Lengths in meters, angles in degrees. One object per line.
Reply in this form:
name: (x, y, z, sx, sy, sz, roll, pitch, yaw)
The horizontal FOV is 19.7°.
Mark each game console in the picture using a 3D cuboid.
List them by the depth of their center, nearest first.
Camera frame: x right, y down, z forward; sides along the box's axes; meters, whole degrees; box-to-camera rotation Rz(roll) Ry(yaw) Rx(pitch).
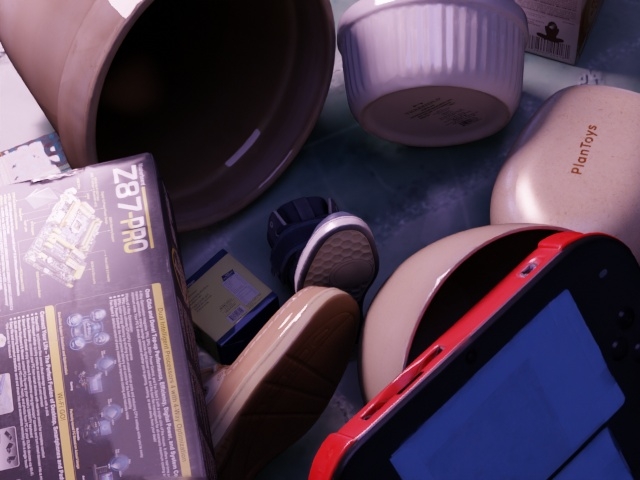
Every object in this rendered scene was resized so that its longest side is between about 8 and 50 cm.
game console: (0.192, 0.214, 1.679, 0.386, 0.342, 0.060, -41, 26, -18)

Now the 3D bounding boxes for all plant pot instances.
plant pot: (0.145, 0.111, 1.778, 0.284, 0.284, 0.191, -41, 27, -18)
plant pot: (-0.192, -0.212, 1.961, 0.323, 0.323, 0.280, -40, 50, -18)

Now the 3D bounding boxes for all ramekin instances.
ramekin: (0.121, -0.180, 1.961, 0.207, 0.207, 0.109, -2, 70, 3)

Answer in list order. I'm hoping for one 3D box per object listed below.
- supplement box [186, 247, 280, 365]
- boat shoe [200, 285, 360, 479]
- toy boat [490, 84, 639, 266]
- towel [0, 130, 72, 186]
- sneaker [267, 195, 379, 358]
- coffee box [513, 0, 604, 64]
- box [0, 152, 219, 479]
supplement box: (-0.100, 0.071, 1.911, 0.083, 0.056, 0.083, -42, 66, -18)
boat shoe: (-0.096, 0.170, 1.766, 0.110, 0.122, 0.341, 41, 96, 34)
toy boat: (0.336, -0.021, 1.903, 0.318, 0.148, 0.267, 17, 58, 21)
towel: (-0.317, 0.058, 1.927, 0.271, 0.040, 0.370, -21, 55, -8)
sneaker: (-0.002, 0.001, 1.852, 0.086, 0.226, 0.163, -9, 57, -11)
coffee box: (0.265, -0.325, 2.005, 0.098, 0.246, 0.141, 18, 63, 13)
box: (-0.274, 0.124, 1.708, 0.318, 0.097, 0.394, -15, 55, 2)
